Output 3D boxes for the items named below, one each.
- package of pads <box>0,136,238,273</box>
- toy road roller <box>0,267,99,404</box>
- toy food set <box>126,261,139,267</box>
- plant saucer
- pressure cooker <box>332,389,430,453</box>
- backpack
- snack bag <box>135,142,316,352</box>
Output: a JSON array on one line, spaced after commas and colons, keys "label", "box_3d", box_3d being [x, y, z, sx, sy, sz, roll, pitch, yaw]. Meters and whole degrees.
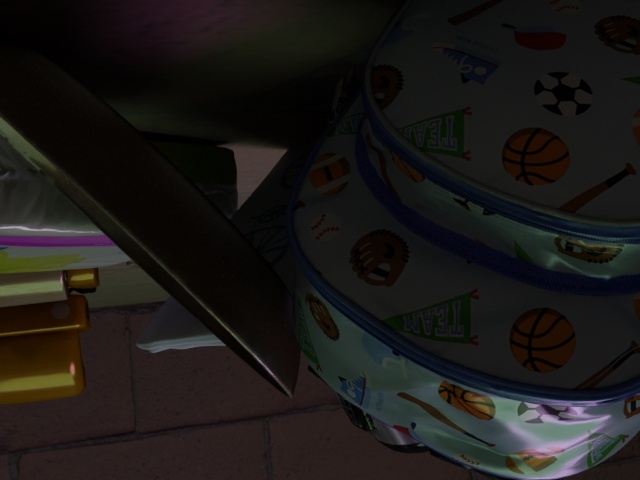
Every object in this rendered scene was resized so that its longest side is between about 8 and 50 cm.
[{"label": "package of pads", "box_3d": [-0.257, -0.030, 0.886, 0.229, 0.101, 0.297, -13, 171, 40]}, {"label": "toy road roller", "box_3d": [-0.401, 0.102, 1.271, 0.203, 0.240, 0.329, -6, 174, -12]}, {"label": "toy food set", "box_3d": [-0.261, 0.029, 1.749, 0.192, 0.038, 0.132, -5, 169, 32]}, {"label": "plant saucer", "box_3d": [-0.119, -0.021, 0.595, 0.050, 0.311, 0.310, -48, 180, -10]}, {"label": "pressure cooker", "box_3d": [0.170, 0.180, 1.950, 0.370, 0.420, 0.375, -19, -158, 35]}, {"label": "backpack", "box_3d": [0.111, -0.015, 0.510, 0.277, 0.263, 0.213, 21, 152, 21]}, {"label": "snack bag", "box_3d": [0.048, -0.019, 0.799, 0.343, 0.037, 0.323, -9, -149, 33]}]
